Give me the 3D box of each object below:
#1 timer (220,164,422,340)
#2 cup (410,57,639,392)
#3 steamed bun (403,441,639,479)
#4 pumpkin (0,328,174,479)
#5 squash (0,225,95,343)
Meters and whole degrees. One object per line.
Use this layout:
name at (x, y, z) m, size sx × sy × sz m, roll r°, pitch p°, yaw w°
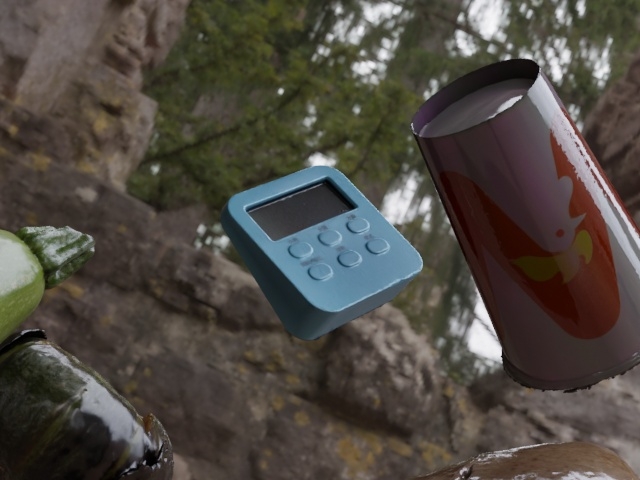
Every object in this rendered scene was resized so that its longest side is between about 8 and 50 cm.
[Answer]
timer at (0.000, 0.000, 1.618) m, size 0.250 × 0.232 × 0.091 m, roll 54°, pitch -38°, yaw 15°
cup at (0.210, -0.020, 1.060) m, size 0.203 × 0.203 × 0.288 m, roll -2°, pitch -53°, yaw 49°
steamed bun at (0.145, 0.264, 0.768) m, size 0.251 × 0.301 × 0.199 m, roll -21°, pitch -54°, yaw 11°
pumpkin at (-0.339, 0.263, 1.424) m, size 0.320 × 0.192 × 0.320 m, roll 34°, pitch -17°, yaw 12°
squash at (-0.230, 0.024, 0.779) m, size 0.105 × 0.132 × 0.105 m, roll 16°, pitch -62°, yaw 31°
